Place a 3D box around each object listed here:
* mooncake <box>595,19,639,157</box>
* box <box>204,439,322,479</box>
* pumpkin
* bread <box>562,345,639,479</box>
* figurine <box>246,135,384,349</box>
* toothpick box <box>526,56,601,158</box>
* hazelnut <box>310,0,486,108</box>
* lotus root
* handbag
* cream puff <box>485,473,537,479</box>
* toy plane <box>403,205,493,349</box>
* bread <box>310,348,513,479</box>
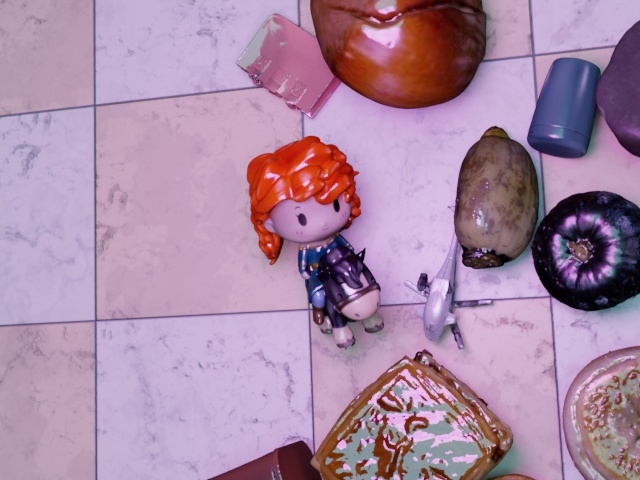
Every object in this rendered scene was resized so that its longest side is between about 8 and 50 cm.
[{"bbox_3d":[0.675,-0.292,1.731,0.306,0.154,0.306,-12,66,30],"label":"mooncake"},{"bbox_3d":[-0.099,0.595,1.812,0.229,0.239,0.340,-23,78,13],"label":"box"},{"bbox_3d":[0.513,0.020,1.752,0.233,0.163,0.233,-1,88,36],"label":"pumpkin"},{"bbox_3d":[0.593,0.347,1.702,0.305,0.159,0.306,-2,80,12],"label":"bread"},{"bbox_3d":[0.003,0.009,1.822,0.241,0.306,0.412,-22,80,1],"label":"figurine"},{"bbox_3d":[0.485,-0.264,1.828,0.120,0.120,0.184,13,83,16],"label":"toothpick box"},{"bbox_3d":[0.161,-0.433,1.843,0.372,0.315,0.373,2,83,-17],"label":"hazelnut"},{"bbox_3d":[0.340,-0.095,1.810,0.173,0.173,0.310,3,65,15],"label":"lotus root"},{"bbox_3d":[-0.062,-0.379,2.013,0.212,0.059,0.157,37,92,17],"label":"handbag"},{"bbox_3d":[0.363,0.610,1.693,0.326,0.231,0.343,1,83,18],"label":"cream puff"},{"bbox_3d":[0.262,0.066,1.848,0.182,0.107,0.273,30,92,25],"label":"toy plane"},{"bbox_3d":[0.178,0.403,1.799,0.277,0.167,0.324,43,87,18],"label":"bread"}]
